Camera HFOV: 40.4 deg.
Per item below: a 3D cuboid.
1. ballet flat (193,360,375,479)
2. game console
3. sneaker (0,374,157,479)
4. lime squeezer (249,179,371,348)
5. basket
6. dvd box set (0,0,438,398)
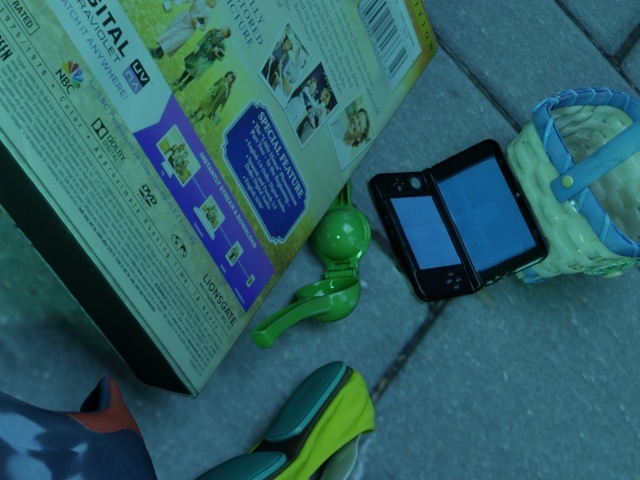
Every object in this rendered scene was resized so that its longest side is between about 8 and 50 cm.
[{"bbox_3d":[-0.028,0.175,0.641,0.231,0.077,0.077,-36,104,-47],"label":"ballet flat"},{"bbox_3d":[0.138,-0.024,0.880,0.124,0.085,0.144,-6,67,-40],"label":"game console"},{"bbox_3d":[-0.254,0.130,0.467,0.350,0.131,0.148,10,51,-39],"label":"sneaker"},{"bbox_3d":[0.000,0.000,0.768,0.110,0.059,0.310,48,39,-29],"label":"lime squeezer"},{"bbox_3d":[0.332,-0.081,0.919,0.255,0.289,0.201,-13,67,-40],"label":"basket"},{"bbox_3d":[-0.064,-0.145,0.631,0.420,0.062,0.307,-57,135,-33],"label":"dvd box set"}]
